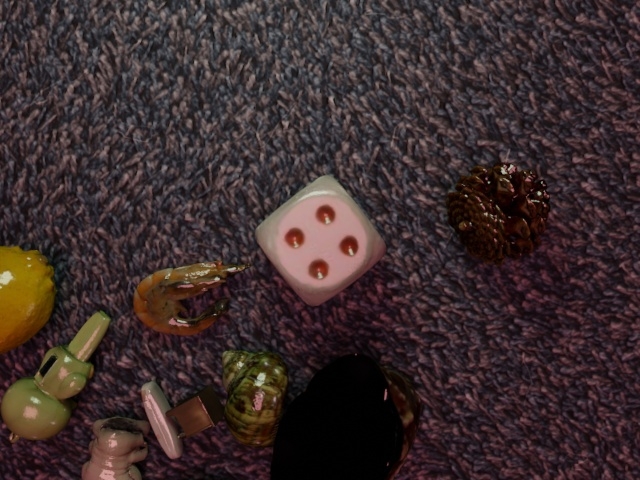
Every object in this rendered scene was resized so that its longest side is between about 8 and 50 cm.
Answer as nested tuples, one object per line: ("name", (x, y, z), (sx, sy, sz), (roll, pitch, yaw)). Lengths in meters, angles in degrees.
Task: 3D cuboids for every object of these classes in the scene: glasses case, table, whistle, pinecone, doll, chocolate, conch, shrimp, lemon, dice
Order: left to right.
("lemon", (-0.624, 0.114, 1.149), (0.260, 0.204, 0.204), (-38, 92, 1))
("whistle", (-0.513, 0.282, 1.209), (0.141, 0.141, 0.294), (45, 74, -1))
("doll", (-0.414, 0.451, 1.215), (0.149, 0.095, 0.191), (8, 89, -3))
("glasses case", (-0.321, 0.365, 1.226), (0.041, 0.063, 0.164), (-23, 92, -2))
("shrimp", (-0.256, 0.121, 1.222), (0.255, 0.059, 0.145), (-9, 95, 1))
("table", (-0.252, 0.350, 1.218), (0.082, 0.083, 0.070), (-29, 89, 7))
("conch", (-0.137, 0.307, 1.188), (0.187, 0.124, 0.181), (-48, 49, 31))
("dice", (0.000, 0.000, 1.151), (0.192, 0.194, 0.193), (-39, 90, 3))
("chocolate", (0.065, 0.379, 1.155), (0.225, 0.210, 0.340), (32, 97, 28))
("pinecone", (0.347, -0.060, 1.154), (0.208, 0.208, 0.207), (0, 92, 0))
